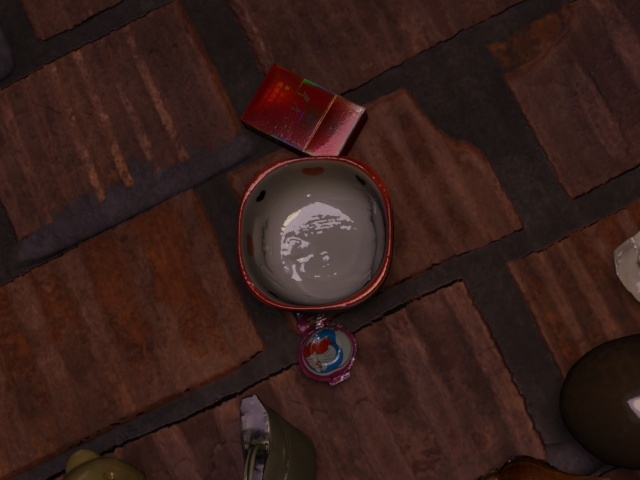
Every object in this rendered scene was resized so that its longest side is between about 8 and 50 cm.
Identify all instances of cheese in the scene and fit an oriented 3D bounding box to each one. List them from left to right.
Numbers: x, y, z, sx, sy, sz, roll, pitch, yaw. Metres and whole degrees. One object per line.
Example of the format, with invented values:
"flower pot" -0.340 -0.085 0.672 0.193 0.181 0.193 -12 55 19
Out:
"cheese" 0.003 0.152 1.764 0.095 0.038 0.145 -28 61 1

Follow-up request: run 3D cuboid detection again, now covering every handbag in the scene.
"handbag" -0.089 0.338 1.591 0.109 0.315 0.241 -2 75 13

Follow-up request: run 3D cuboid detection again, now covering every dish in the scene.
"dish" 0.000 0.000 1.763 0.256 0.117 0.256 -2 76 10

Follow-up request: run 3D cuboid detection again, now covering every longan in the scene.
"longan" 0.436 0.220 1.589 0.212 0.198 0.198 -13 73 -10

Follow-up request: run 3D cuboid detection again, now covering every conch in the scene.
"conch" 0.312 0.350 1.616 0.232 0.080 0.086 13 101 35

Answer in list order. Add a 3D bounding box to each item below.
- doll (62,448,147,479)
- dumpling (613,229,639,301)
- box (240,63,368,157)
"doll" -0.271 0.419 1.687 0.260 0.161 0.177 17 81 12
"dumpling" 0.539 0.004 1.651 0.250 0.132 0.162 -33 69 1
"box" -0.026 -0.193 1.852 0.175 0.048 0.112 27 82 16
